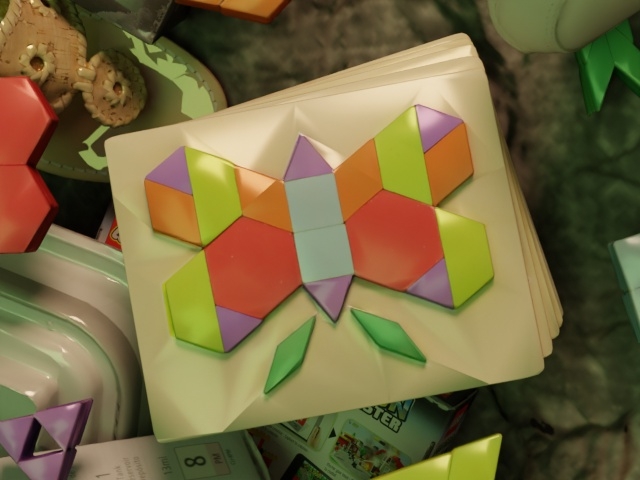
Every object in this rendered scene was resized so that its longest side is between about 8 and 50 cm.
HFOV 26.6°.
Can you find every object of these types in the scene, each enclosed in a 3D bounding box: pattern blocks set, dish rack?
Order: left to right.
[{"bbox_3d":[-0.238,0.097,0.711,0.333,0.072,0.285,20,124,14],"label":"dish rack"},{"bbox_3d":[0.000,0.000,0.580,0.325,0.026,0.285,-26,85,0],"label":"pattern blocks set"}]

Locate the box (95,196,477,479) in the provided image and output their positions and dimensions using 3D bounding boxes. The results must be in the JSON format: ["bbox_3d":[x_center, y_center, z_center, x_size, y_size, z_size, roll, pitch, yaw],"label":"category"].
[{"bbox_3d":[-0.036,0.072,0.685,0.207,0.036,0.114,32,111,18],"label":"box"}]

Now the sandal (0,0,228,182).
[{"bbox_3d":[-0.161,-0.089,0.640,0.240,0.079,0.088,23,95,-5],"label":"sandal"}]

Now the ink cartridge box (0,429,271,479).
[{"bbox_3d":[-0.145,0.187,0.642,0.066,0.232,0.189,-125,35,-49],"label":"ink cartridge box"}]

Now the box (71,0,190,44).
[{"bbox_3d":[-0.107,-0.280,0.597,0.242,0.076,0.307,28,111,-2],"label":"box"}]

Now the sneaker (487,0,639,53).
[{"bbox_3d":[0.186,-0.134,0.456,0.305,0.114,0.152,-34,76,35],"label":"sneaker"}]
